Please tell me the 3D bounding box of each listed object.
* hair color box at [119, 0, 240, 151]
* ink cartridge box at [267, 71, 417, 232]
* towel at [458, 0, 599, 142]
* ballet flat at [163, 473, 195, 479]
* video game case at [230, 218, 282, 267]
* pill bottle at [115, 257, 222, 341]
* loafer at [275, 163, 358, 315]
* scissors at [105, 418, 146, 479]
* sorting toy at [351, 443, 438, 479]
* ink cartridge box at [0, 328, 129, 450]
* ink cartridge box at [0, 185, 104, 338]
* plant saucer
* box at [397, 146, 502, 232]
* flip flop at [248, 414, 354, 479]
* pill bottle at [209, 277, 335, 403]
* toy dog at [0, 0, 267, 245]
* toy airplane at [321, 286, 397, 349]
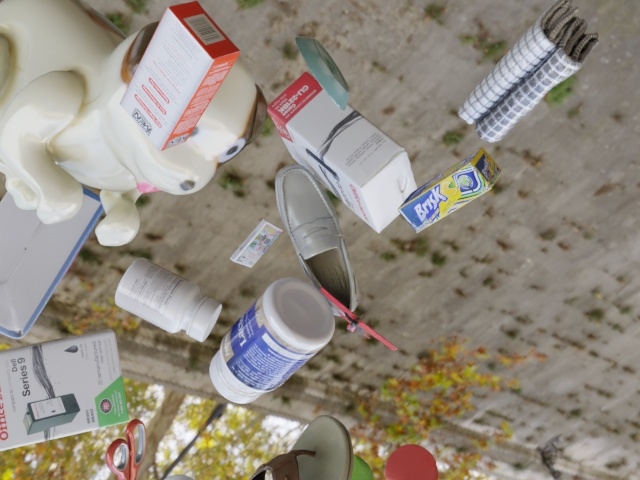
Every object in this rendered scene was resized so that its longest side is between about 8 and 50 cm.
[{"bbox_3d":[-0.145,-0.163,0.768,0.072,0.141,0.043,50,-137,6],"label":"hair color box"},{"bbox_3d":[0.045,-0.167,1.461,0.273,0.114,0.197,42,172,28],"label":"ink cartridge box"},{"bbox_3d":[0.411,-0.330,1.484,0.121,0.235,0.284,43,-140,0],"label":"towel"},{"bbox_3d":[-0.257,0.680,1.544,0.139,0.139,0.400,8,-113,-51],"label":"ballet flat"},{"bbox_3d":[-0.176,0.009,2.121,0.019,0.143,0.157,41,-178,16],"label":"video game case"},{"bbox_3d":[-0.359,0.146,1.814,0.229,0.131,0.131,26,-157,4],"label":"pill bottle"},{"bbox_3d":[0.000,0.000,1.502,0.319,0.112,0.111,65,175,-11],"label":"loafer"},{"bbox_3d":[-0.365,0.486,1.465,0.021,0.297,0.109,9,-157,21],"label":"scissors"},{"bbox_3d":[0.079,0.543,1.734,0.126,0.365,0.127,91,170,-78],"label":"sorting toy"},{"bbox_3d":[-0.590,0.328,1.686,0.289,0.121,0.211,-10,-90,-21],"label":"ink cartridge box"},{"bbox_3d":[-0.537,0.031,1.378,0.151,0.270,0.395,33,163,-17],"label":"ink cartridge box"},{"bbox_3d":[0.008,-0.235,1.046,0.119,0.021,0.119,53,-164,-21],"label":"plant saucer"},{"bbox_3d":[0.205,-0.079,1.220,0.054,0.169,0.059,48,-135,-7],"label":"box"},{"bbox_3d":[-0.063,0.335,0.972,0.112,0.277,0.080,24,151,49],"label":"flip flop"},{"bbox_3d":[-0.102,0.202,1.476,0.153,0.265,0.153,24,-139,-23],"label":"pill bottle"},{"bbox_3d":[-0.272,-0.182,1.020,0.407,0.395,0.284,13,159,28],"label":"toy dog"},{"bbox_3d":[0.053,0.127,1.186,0.151,0.028,0.151,39,-179,-1],"label":"toy airplane"}]
